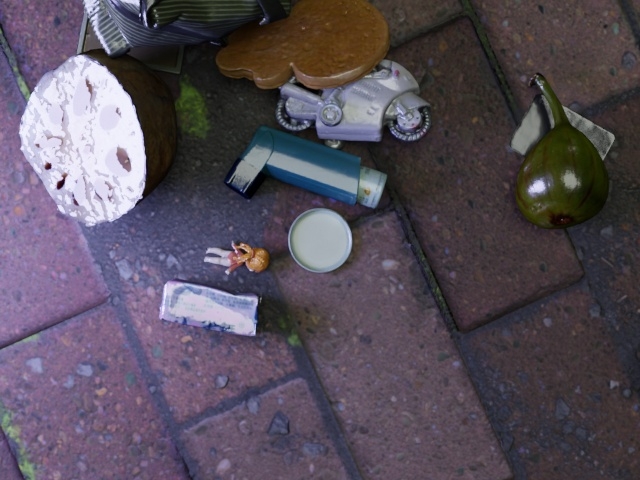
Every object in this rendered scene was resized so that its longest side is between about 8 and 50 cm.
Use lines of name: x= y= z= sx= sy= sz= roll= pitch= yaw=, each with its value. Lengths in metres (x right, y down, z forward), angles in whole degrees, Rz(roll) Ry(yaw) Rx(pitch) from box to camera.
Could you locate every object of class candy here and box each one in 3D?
candy: x=-0.179 y=0.110 z=1.771 sx=0.160 sy=0.092 sz=0.073 roll=11 pitch=92 yaw=-2

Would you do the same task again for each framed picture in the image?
framed picture: x=-0.305 y=-0.417 z=1.836 sx=0.184 sy=0.016 sz=0.250 roll=8 pitch=86 yaw=0

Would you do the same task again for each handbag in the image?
handbag: x=-0.214 y=-0.417 z=1.641 sx=0.340 sy=0.247 sz=0.240 roll=-13 pitch=94 yaw=-38

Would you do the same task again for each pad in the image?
pad: x=0.411 y=-0.169 z=1.842 sx=0.157 sy=0.003 sz=0.112 roll=30 pitch=86 yaw=1

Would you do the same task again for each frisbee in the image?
frisbee: x=0.000 y=0.000 z=1.819 sx=0.110 sy=0.014 sz=0.110 roll=0 pitch=87 yaw=-2

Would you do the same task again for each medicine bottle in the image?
medicine bottle: x=-0.024 y=-0.106 z=1.792 sx=0.258 sy=0.079 sz=0.124 roll=16 pitch=83 yaw=-1

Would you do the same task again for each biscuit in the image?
biscuit: x=-0.030 y=-0.324 z=1.787 sx=0.288 sy=0.044 sz=0.202 roll=-11 pitch=56 yaw=4

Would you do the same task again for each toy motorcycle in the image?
toy motorcycle: x=0.059 y=-0.243 z=1.797 sx=0.260 sy=0.110 sz=0.171 roll=6 pitch=71 yaw=6

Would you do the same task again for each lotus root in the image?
lotus root: x=-0.337 y=-0.173 z=1.737 sx=0.272 sy=0.192 sz=0.272 roll=7 pitch=109 yaw=20

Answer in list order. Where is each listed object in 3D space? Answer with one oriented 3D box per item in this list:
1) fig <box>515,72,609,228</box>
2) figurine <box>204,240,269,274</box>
fig: x=0.401 y=-0.148 z=1.792 sx=0.151 sy=0.151 sz=0.259 roll=5 pitch=69 yaw=-1
figurine: x=-0.140 y=0.029 z=1.801 sx=0.109 sy=0.047 sz=0.064 roll=6 pitch=63 yaw=5
